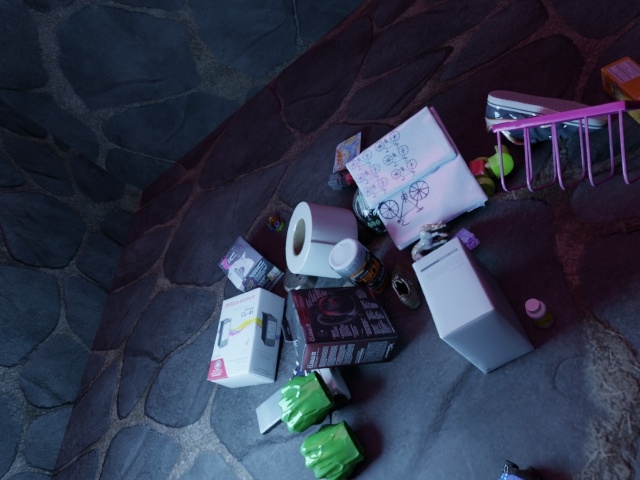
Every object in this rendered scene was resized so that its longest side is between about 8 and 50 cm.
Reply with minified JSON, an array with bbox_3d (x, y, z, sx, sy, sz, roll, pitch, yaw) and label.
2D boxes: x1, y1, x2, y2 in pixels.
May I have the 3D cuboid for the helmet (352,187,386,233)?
[{"bbox_3d":[0.185,-0.123,1.573,0.169,0.162,0.169,-29,19,11],"label":"helmet"}]

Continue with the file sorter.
[{"bbox_3d":[0.613,-0.223,1.147,0.290,0.202,0.183,0,102,47],"label":"file sorter"}]

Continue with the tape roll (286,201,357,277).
[{"bbox_3d":[0.000,0.000,1.590,0.246,0.169,0.247,-172,90,-67],"label":"tape roll"}]

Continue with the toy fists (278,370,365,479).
[{"bbox_3d":[-0.007,0.490,1.228,0.142,0.096,0.279,-33,75,3],"label":"toy fists"}]

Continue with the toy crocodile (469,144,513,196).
[{"bbox_3d":[0.423,-0.186,1.431,0.340,0.105,0.115,-18,47,38],"label":"toy crocodile"}]

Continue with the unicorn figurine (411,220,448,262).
[{"bbox_3d":[0.322,0.004,1.386,0.111,0.162,0.060,-14,36,4],"label":"unicorn figurine"}]

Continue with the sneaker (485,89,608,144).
[{"bbox_3d":[0.633,-0.338,1.339,0.321,0.128,0.126,24,41,31],"label":"sneaker"}]

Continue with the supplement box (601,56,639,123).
[{"bbox_3d":[0.813,-0.376,1.192,0.080,0.078,0.234,-22,43,18],"label":"supplement box"}]

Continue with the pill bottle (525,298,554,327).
[{"bbox_3d":[0.496,0.164,1.061,0.043,0.083,0.044,-29,41,28],"label":"pill bottle"}]

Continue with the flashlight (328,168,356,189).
[{"bbox_3d":[0.157,-0.238,1.770,0.303,0.103,0.103,-1,61,45],"label":"flashlight"}]

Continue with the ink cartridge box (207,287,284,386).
[{"bbox_3d":[-0.261,0.349,1.658,0.226,0.131,0.307,-22,51,37],"label":"ink cartridge box"}]

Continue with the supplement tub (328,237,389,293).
[{"bbox_3d":[0.124,0.085,1.442,0.116,0.190,0.117,-28,42,29],"label":"supplement tub"}]

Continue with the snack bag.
[{"bbox_3d":[0.281,-0.179,1.416,0.323,0.037,0.343,-32,78,22],"label":"snack bag"}]

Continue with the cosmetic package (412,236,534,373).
[{"bbox_3d":[0.357,0.153,1.100,0.138,0.224,0.225,-34,39,22],"label":"cosmetic package"}]

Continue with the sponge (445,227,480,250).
[{"bbox_3d":[0.366,0.021,1.269,0.117,0.031,0.210,-43,-2,11],"label":"sponge"}]

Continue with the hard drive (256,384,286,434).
[{"bbox_3d":[-0.143,0.535,1.477,0.135,0.022,0.094,-42,36,12],"label":"hard drive"}]

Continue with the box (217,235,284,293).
[{"bbox_3d":[-0.289,0.114,1.904,0.163,0.142,0.247,-52,35,-2],"label":"box"}]

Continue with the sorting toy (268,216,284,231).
[{"bbox_3d":[-0.203,-0.076,2.065,0.061,0.042,0.102,-52,36,-2],"label":"sorting toy"}]

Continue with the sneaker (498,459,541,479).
[{"bbox_3d":[0.366,0.488,0.935,0.152,0.058,0.085,-18,52,31],"label":"sneaker"}]

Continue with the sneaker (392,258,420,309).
[{"bbox_3d":[0.245,0.114,1.383,0.066,0.071,0.189,-41,37,24],"label":"sneaker"}]

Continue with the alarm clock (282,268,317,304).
[{"bbox_3d":[-0.089,0.157,1.724,0.192,0.064,0.129,-57,36,-3],"label":"alarm clock"}]

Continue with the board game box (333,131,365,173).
[{"bbox_3d":[0.121,-0.353,1.964,0.136,0.035,0.201,-23,44,33],"label":"board game box"}]

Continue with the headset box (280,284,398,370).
[{"bbox_3d":[0.037,0.240,1.316,0.218,0.292,0.110,-114,28,-51],"label":"headset box"}]

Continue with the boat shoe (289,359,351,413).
[{"bbox_3d":[-0.041,0.380,1.410,0.158,0.127,0.341,-36,39,8],"label":"boat shoe"}]
